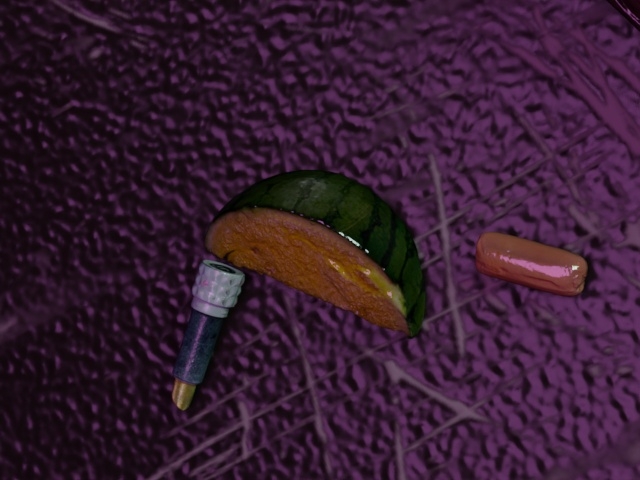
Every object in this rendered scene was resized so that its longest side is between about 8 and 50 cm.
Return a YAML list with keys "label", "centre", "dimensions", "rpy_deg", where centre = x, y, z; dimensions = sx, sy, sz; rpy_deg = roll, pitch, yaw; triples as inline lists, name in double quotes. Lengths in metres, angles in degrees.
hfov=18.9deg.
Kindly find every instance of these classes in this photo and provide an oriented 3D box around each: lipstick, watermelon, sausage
- label: "lipstick"
  centre: [-0.093, 0.074, 1.471]
  dimensions: [0.037, 0.037, 0.116]
  rpy_deg: [23, 101, 18]
- label: "watermelon"
  centre: [0.005, -0.009, 1.438]
  dimensions: [0.181, 0.075, 0.092]
  rpy_deg: [20, 139, 20]
- label: "sausage"
  centre: [0.152, 0.017, 1.385]
  dimensions: [0.083, 0.034, 0.034]
  rpy_deg: [15, 94, 18]

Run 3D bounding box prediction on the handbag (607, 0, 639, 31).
- label: "handbag"
  centre: [0.258, -0.184, 1.295]
  dimensions: [0.135, 0.146, 0.225]
  rpy_deg: [-43, 78, 10]
